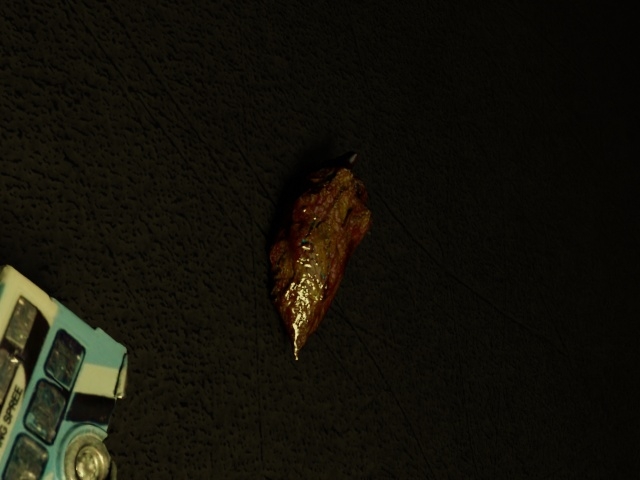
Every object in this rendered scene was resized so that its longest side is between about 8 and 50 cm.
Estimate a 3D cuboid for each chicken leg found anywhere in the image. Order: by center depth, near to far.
[{"bbox_3d":[0.000,0.000,1.146,0.105,0.063,0.234,56,38,-25],"label":"chicken leg"}]

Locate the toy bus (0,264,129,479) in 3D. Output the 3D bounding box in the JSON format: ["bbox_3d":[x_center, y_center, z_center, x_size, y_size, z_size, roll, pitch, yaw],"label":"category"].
[{"bbox_3d":[-0.210,0.166,0.683,0.131,0.106,0.297,49,38,-36],"label":"toy bus"}]
